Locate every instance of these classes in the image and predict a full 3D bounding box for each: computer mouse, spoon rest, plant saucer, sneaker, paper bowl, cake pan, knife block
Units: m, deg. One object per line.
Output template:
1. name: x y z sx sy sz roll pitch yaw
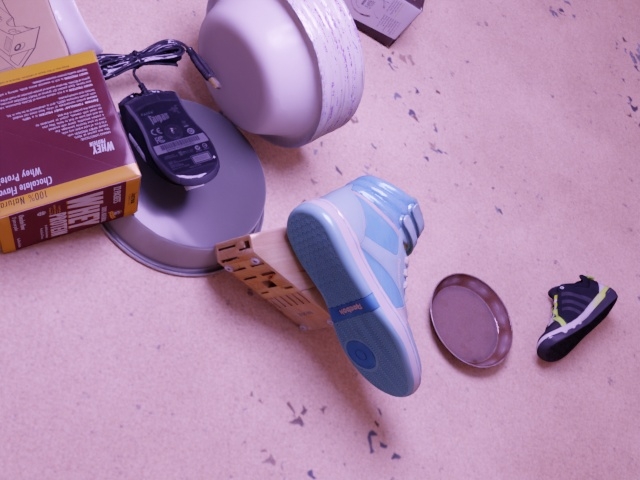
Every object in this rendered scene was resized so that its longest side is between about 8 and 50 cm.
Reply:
1. computer mouse: -0.211 -0.183 1.465 0.184 0.060 0.262 -27 69 -35
2. spoon rest: -0.410 -0.397 1.472 0.137 0.084 0.276 -30 93 -10
3. plant saucer: 0.246 0.136 1.667 0.168 0.029 0.169 16 57 -25
4. sneaker: 0.102 0.050 1.445 0.208 0.127 0.319 -37 107 -40
5. paper bowl: -0.078 -0.276 1.524 0.148 0.284 0.284 -30 83 -31
6. sneaker: 0.432 0.132 1.773 0.097 0.084 0.234 39 45 24
7. cake pan: -0.205 -0.090 1.489 0.293 0.054 0.293 15 58 -25
8. knife block: 0.000 0.000 1.510 0.275 0.088 0.242 40 55 -28

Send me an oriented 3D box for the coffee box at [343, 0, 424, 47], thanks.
1. coffee box: 0.050 -0.514 1.842 0.297 0.119 0.168 28 52 -16

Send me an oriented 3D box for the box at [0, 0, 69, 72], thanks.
1. box: -0.449 -0.284 1.404 0.164 0.021 0.201 -20 78 -6

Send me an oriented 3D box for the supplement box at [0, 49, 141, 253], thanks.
1. supplement box: -0.360 -0.117 1.322 0.191 0.129 0.194 -19 75 -18
